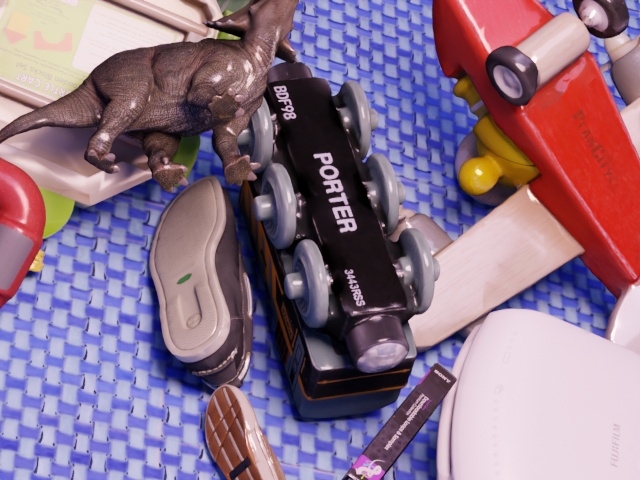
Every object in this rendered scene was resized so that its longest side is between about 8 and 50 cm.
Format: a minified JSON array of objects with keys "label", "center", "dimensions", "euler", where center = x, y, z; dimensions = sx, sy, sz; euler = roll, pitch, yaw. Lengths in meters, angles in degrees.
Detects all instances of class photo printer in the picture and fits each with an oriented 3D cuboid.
[{"label":"photo printer","center":[0.247,0.209,1.693],"dimensions":[0.307,0.107,0.256],"euler":[24,50,-15]}]

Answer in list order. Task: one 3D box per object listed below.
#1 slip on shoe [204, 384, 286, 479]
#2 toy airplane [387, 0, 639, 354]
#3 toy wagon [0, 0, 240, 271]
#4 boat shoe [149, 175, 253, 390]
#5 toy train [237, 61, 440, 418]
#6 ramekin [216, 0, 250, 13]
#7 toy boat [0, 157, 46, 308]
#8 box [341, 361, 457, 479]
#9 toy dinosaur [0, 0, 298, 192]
[{"label":"slip on shoe","center":[-0.059,0.187,1.635],"dimensions":[0.041,0.051,0.135],"euler":[18,37,-49]},{"label":"toy airplane","center":[0.240,-0.058,1.866],"dimensions":[0.386,0.272,0.384],"euler":[11,86,-28]},{"label":"toy wagon","center":[-0.234,-0.138,1.725],"dimensions":[0.267,0.068,0.344],"euler":[22,82,-14]},{"label":"boat shoe","center":[-0.103,0.037,1.732],"dimensions":[0.079,0.084,0.233],"euler":[47,25,-39]},{"label":"toy train","center":[0.000,0.000,1.718],"dimensions":[0.142,0.190,0.334],"euler":[-7,54,-18]},{"label":"ramekin","center":[-0.147,-0.325,1.946],"dimensions":[0.303,0.148,0.303],"euler":[13,49,-16]},{"label":"toy boat","center":[-0.349,-0.031,1.581],"dimensions":[0.231,0.151,0.151],"euler":[27,84,-2]},{"label":"box","center":[0.050,0.188,1.636],"dimensions":[0.029,0.116,0.162],"euler":[37,47,5]},{"label":"toy dinosaur","center":[-0.133,-0.124,1.656],"dimensions":[0.313,0.121,0.160],"euler":[-22,40,10]}]
